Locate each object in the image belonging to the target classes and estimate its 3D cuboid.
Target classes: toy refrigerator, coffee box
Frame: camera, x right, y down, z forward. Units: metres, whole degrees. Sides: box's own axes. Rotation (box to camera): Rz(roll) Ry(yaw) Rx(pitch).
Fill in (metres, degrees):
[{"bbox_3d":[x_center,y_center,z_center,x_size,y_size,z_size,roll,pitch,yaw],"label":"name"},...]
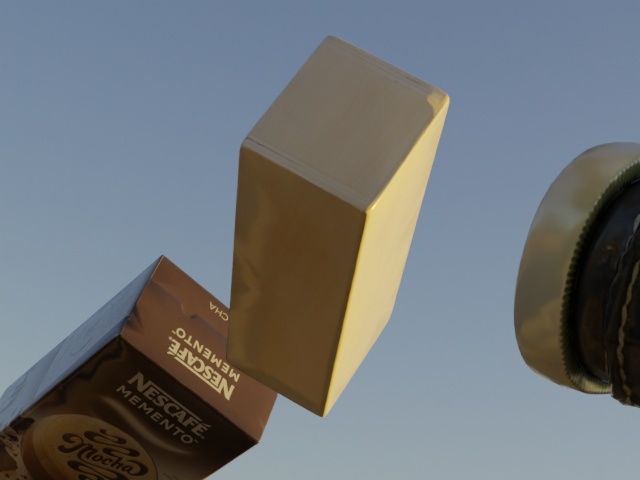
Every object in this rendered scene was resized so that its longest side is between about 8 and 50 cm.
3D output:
[{"bbox_3d":[0.000,0.000,0.877,0.094,0.102,0.269,29,-30,12],"label":"toy refrigerator"},{"bbox_3d":[-0.191,0.167,1.302,0.168,0.119,0.297,40,-51,-14],"label":"coffee box"}]

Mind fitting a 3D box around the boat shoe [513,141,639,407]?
[{"bbox_3d":[0.218,0.014,0.531,0.113,0.127,0.340,19,10,42],"label":"boat shoe"}]
